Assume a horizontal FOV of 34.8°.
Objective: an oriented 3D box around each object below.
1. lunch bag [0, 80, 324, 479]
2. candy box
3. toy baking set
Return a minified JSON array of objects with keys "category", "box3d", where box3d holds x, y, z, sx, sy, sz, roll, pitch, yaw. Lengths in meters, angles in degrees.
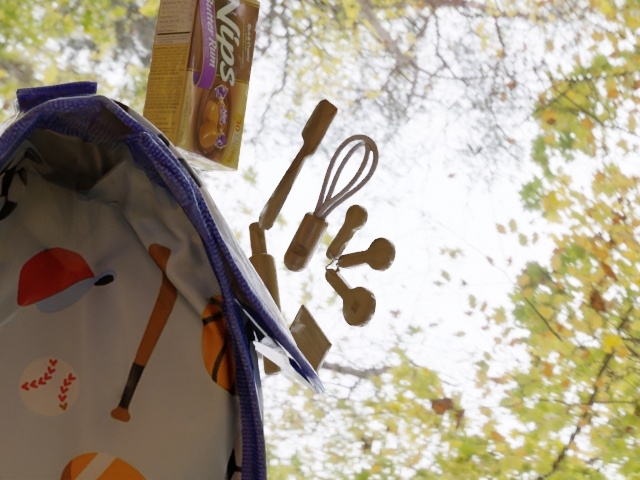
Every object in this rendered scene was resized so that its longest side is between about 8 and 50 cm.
[{"category":"lunch bag","box3d":[-0.145,0.102,0.616,0.328,0.238,0.386,-160,-111,-72]},{"category":"candy box","box3d":[-0.120,-0.172,1.032,0.053,0.109,0.187,4,-98,30]},{"category":"toy baking set","box3d":[-0.004,0.004,0.956,0.196,0.030,0.256,-36,-128,36]}]
